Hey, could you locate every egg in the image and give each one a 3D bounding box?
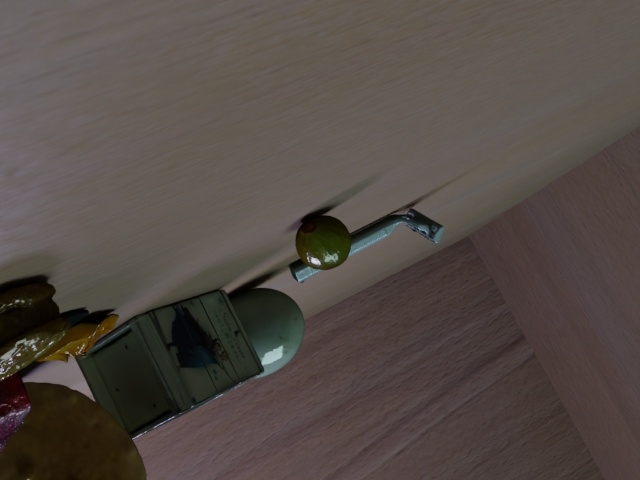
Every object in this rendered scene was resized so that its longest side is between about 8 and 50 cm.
[{"bbox_3d":[-0.117,0.161,1.491,0.192,0.149,0.149,-28,174,19],"label":"egg"}]

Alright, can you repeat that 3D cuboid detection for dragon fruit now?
[{"bbox_3d":[-0.371,0.183,0.887,0.147,0.102,0.096,-46,171,38],"label":"dragon fruit"}]

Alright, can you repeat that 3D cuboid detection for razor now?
[{"bbox_3d":[0.074,0.004,1.536,0.277,0.056,0.111,-20,-153,-19],"label":"razor"}]

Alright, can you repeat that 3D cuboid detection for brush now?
[{"bbox_3d":[-0.331,0.127,0.948,0.193,0.016,0.063,-32,171,25],"label":"brush"}]

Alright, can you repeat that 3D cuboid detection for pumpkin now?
[{"bbox_3d":[-0.285,0.119,1.010,0.101,0.035,0.073,-27,171,5],"label":"pumpkin"}]

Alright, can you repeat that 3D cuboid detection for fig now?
[{"bbox_3d":[0.000,0.000,1.130,0.074,0.074,0.088,-30,152,11],"label":"fig"}]

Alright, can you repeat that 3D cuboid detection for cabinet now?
[{"bbox_3d":[-0.215,0.181,1.268,0.150,0.145,0.206,-31,172,27],"label":"cabinet"}]

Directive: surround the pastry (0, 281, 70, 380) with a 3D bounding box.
[{"bbox_3d":[-0.258,0.078,0.715,0.097,0.057,0.109,-25,174,-37],"label":"pastry"}]

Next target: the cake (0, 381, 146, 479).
[{"bbox_3d":[-0.425,0.368,1.102,0.321,0.332,0.332,-28,175,39],"label":"cake"}]
